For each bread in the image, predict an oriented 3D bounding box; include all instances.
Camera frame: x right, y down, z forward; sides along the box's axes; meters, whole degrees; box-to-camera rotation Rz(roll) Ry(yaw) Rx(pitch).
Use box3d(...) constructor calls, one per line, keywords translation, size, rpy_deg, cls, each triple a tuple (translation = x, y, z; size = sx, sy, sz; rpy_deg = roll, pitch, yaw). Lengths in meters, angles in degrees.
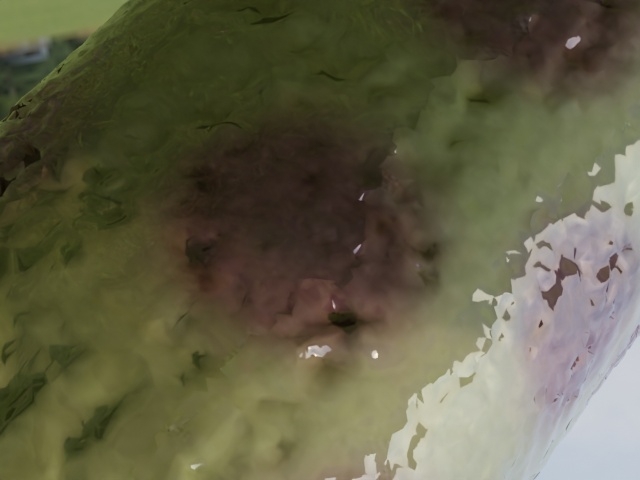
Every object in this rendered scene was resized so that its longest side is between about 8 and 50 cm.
box3d(translation=(0.000, 0.000, 0.520), size=(0.187, 0.155, 0.338), rpy_deg=(32, -118, 18), cls="bread")
